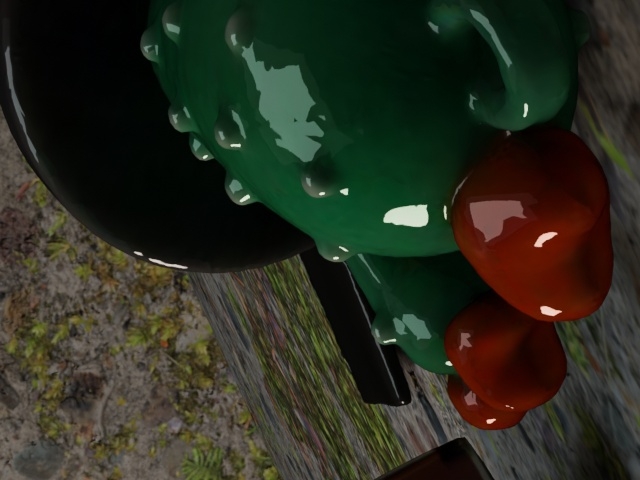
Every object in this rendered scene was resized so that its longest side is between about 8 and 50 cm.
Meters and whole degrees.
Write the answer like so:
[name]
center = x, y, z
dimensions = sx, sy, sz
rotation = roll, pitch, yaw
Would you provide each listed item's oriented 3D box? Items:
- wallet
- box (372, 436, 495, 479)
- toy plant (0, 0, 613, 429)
[wallet]
center = 0.001, 0.000, 1.300
dimensions = 0.124, 0.025, 0.244
rotation = 159, 87, -82
[box]
center = 0.137, 0.328, 0.911
dimensions = 0.385, 0.122, 0.344
rotation = 60, 180, 28
[toy plant]
center = -0.024, -0.085, 0.711
dimensions = 0.400, 0.185, 0.279
rotation = -150, 64, -63
